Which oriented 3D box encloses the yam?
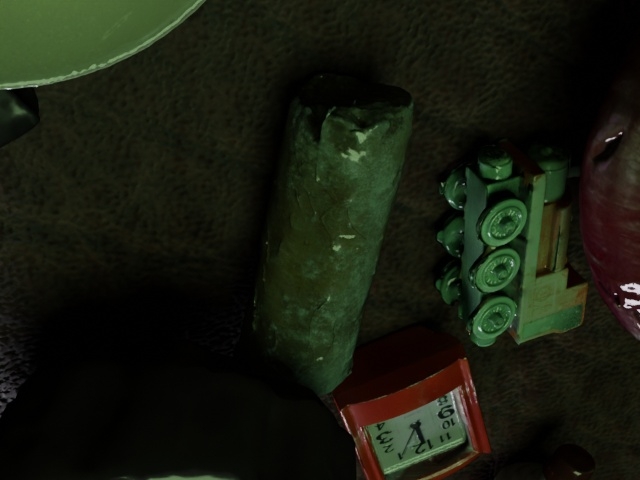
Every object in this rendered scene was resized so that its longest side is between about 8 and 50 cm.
[{"bbox_3d":[0.000,0.000,0.964,0.093,0.093,0.259,-2,128,-20],"label":"yam"}]

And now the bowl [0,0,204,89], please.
[{"bbox_3d":[-0.166,-0.226,0.675,0.277,0.145,0.277,-10,129,-13],"label":"bowl"}]

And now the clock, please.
[{"bbox_3d":[0.076,0.145,1.138,0.113,0.061,0.155,-22,136,-3],"label":"clock"}]

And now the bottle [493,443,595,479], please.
[{"bbox_3d":[0.184,0.288,1.267,0.104,0.104,0.245,8,125,-27],"label":"bottle"}]

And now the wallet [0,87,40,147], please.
[{"bbox_3d":[-0.372,-0.038,0.815,0.377,0.051,0.197,-33,135,8],"label":"wallet"}]

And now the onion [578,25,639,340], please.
[{"bbox_3d":[0.359,-0.040,0.944,0.347,0.285,0.348,-13,124,-21],"label":"onion"}]

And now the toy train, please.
[{"bbox_3d":[0.152,0.000,1.042,0.118,0.074,0.176,-16,128,-21],"label":"toy train"}]

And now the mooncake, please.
[{"bbox_3d":[-0.108,0.179,0.994,0.283,0.141,0.283,3,145,2],"label":"mooncake"}]
